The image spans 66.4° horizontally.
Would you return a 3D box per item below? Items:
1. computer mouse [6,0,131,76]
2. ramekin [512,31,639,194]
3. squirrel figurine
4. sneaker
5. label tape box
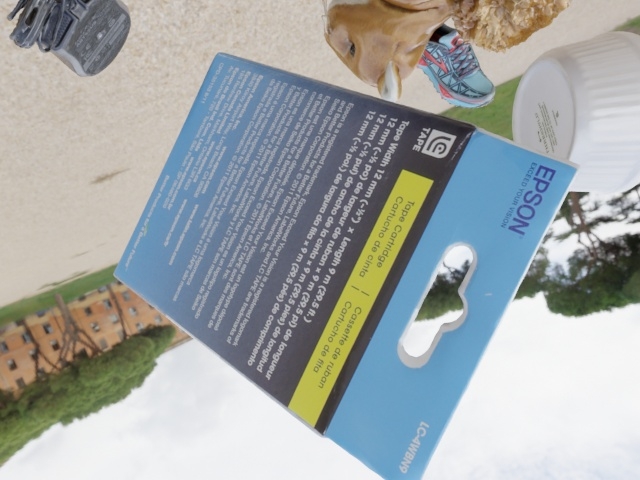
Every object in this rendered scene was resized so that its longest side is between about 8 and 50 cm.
[{"bbox_3d":[-0.308,-0.296,0.616,0.189,0.072,0.272,-56,-167,-7],"label":"computer mouse"},{"bbox_3d":[0.435,-0.207,0.831,0.127,0.273,0.273,-6,-176,-4],"label":"ramekin"},{"bbox_3d":[0.179,-0.375,0.688,0.396,0.371,0.281,14,-135,-2],"label":"squirrel figurine"},{"bbox_3d":[0.290,-0.407,1.091,0.104,0.262,0.125,-40,167,-15],"label":"sneaker"},{"bbox_3d":[0.000,0.000,0.439,0.347,0.249,0.115,27,-178,29],"label":"label tape box"}]
